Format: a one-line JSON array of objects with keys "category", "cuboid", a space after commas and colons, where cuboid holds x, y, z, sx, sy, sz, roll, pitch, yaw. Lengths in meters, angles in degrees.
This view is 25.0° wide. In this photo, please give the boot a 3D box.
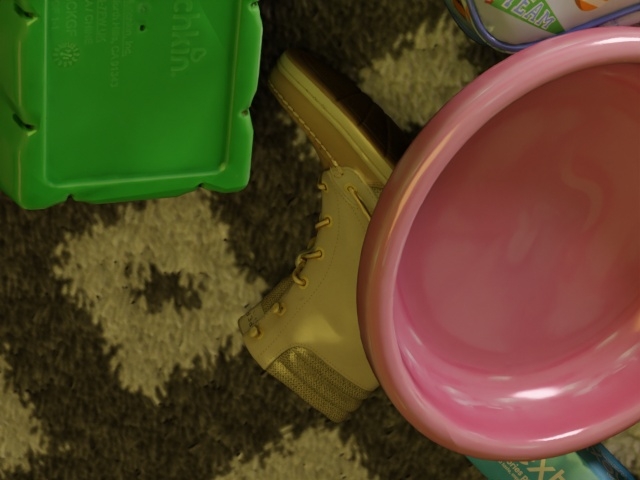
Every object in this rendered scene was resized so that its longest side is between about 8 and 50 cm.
[{"category": "boot", "cuboid": [0.000, 0.000, 1.136, 0.203, 0.095, 0.262, -38, 99, 20]}]

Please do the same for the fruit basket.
[{"category": "fruit basket", "cuboid": [-0.191, -0.238, 1.057, 0.283, 0.392, 0.392, -6, 105, -20]}]

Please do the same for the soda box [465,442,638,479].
[{"category": "soda box", "cuboid": [0.209, 0.206, 1.153, 0.210, 0.067, 0.071, 45, 109, 0]}]

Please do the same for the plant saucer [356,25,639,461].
[{"category": "plant saucer", "cuboid": [0.170, 0.000, 1.031, 0.332, 0.084, 0.332, -11, 119, -19]}]

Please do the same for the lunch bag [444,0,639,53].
[{"category": "lunch bag", "cuboid": [0.176, -0.284, 1.002, 0.243, 0.115, 0.303, -20, 100, 2]}]
